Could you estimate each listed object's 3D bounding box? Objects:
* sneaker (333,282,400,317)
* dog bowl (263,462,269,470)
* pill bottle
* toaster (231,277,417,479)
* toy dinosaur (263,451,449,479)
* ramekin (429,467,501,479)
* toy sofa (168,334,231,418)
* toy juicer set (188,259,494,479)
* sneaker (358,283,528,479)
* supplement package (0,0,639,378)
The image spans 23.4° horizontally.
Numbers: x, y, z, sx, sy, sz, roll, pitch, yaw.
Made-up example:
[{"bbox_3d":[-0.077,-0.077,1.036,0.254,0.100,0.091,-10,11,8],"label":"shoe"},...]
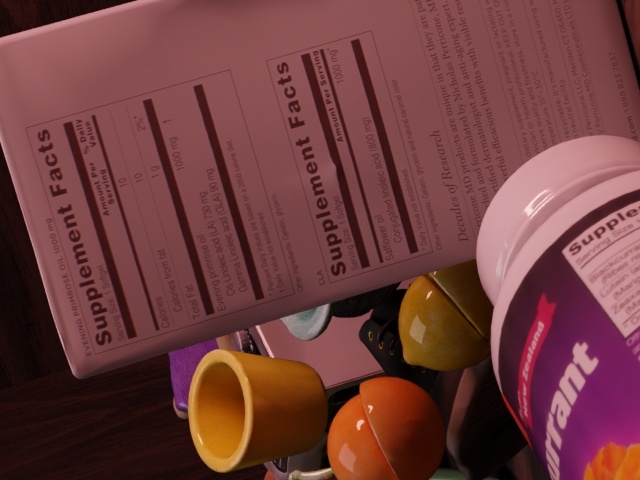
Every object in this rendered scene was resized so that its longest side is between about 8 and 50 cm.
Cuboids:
[{"bbox_3d":[0.017,-0.100,0.966,0.121,0.111,0.300,31,-123,-76],"label":"sneaker"},{"bbox_3d":[-0.013,0.189,1.673,0.265,0.104,0.265,49,164,19],"label":"dog bowl"},{"bbox_3d":[0.115,0.044,0.465,0.193,0.108,0.108,-116,11,-58],"label":"pill bottle"},{"bbox_3d":[0.030,0.085,1.120,0.168,0.185,0.110,97,154,-57],"label":"toaster"},{"bbox_3d":[0.036,0.170,1.289,0.295,0.200,0.127,33,-155,-10],"label":"toy dinosaur"},{"bbox_3d":[0.035,0.306,1.081,0.303,0.303,0.148,-125,11,-71],"label":"ramekin"},{"bbox_3d":[-0.106,0.009,1.580,0.362,0.177,0.150,-114,9,-56],"label":"toy sofa"},{"bbox_3d":[0.012,-0.018,0.802,0.209,0.089,0.329,19,104,54],"label":"toy juicer set"},{"bbox_3d":[0.070,0.064,0.897,0.118,0.083,0.222,47,166,19],"label":"sneaker"},{"bbox_3d":[-0.004,-0.047,0.652,0.139,0.244,0.134,-152,46,-82],"label":"supplement package"}]
